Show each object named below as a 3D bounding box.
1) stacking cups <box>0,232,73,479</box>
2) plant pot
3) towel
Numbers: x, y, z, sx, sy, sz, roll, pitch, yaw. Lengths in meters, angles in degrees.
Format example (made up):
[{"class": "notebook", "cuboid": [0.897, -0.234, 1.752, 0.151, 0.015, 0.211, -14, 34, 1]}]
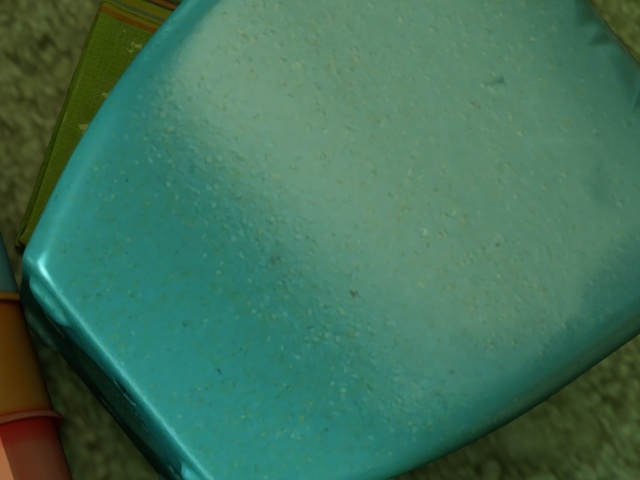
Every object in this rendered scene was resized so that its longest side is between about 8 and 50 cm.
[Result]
[{"class": "stacking cups", "cuboid": [-0.200, 0.015, 0.834, 0.096, 0.096, 0.316, -15, 71, -14]}, {"class": "plant pot", "cuboid": [0.000, 0.000, 0.777, 0.252, 0.247, 0.248, -39, 89, -16]}, {"class": "towel", "cuboid": [-0.088, -0.087, 0.933, 0.102, 0.021, 0.237, 16, 66, -1]}]
